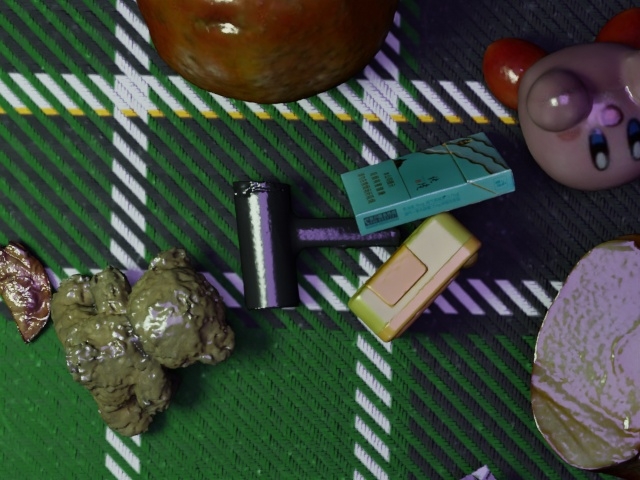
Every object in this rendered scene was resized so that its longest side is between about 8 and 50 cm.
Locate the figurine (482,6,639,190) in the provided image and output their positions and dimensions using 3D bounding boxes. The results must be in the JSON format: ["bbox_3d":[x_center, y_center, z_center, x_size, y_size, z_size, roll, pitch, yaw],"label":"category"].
[{"bbox_3d":[0.397,-0.184,1.679,0.270,0.261,0.211,-14,117,2],"label":"figurine"}]

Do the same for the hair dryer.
[{"bbox_3d":[0.000,0.000,1.755,0.251,0.089,0.197,-4,90,-4],"label":"hair dryer"}]

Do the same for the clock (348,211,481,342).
[{"bbox_3d":[0.141,0.053,1.713,0.096,0.143,0.202,45,93,4],"label":"clock"}]

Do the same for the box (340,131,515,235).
[{"bbox_3d":[0.152,-0.086,1.700,0.229,0.162,0.041,-16,116,1],"label":"box"}]

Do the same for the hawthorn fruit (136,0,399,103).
[{"bbox_3d":[-0.074,-0.382,1.604,0.403,0.403,0.403,0,90,3],"label":"hawthorn fruit"}]

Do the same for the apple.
[{"bbox_3d":[0.482,0.173,1.632,0.329,0.295,0.365,6,86,-27],"label":"apple"}]

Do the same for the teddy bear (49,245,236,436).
[{"bbox_3d":[-0.260,0.135,1.730,0.256,0.156,0.267,-29,88,1],"label":"teddy bear"}]

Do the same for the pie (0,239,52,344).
[{"bbox_3d":[-0.465,0.066,1.797,0.092,0.034,0.170,-35,88,6],"label":"pie"}]

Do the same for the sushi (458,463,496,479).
[{"bbox_3d":[0.204,0.524,1.754,0.294,0.059,0.292,-31,88,2],"label":"sushi"}]
